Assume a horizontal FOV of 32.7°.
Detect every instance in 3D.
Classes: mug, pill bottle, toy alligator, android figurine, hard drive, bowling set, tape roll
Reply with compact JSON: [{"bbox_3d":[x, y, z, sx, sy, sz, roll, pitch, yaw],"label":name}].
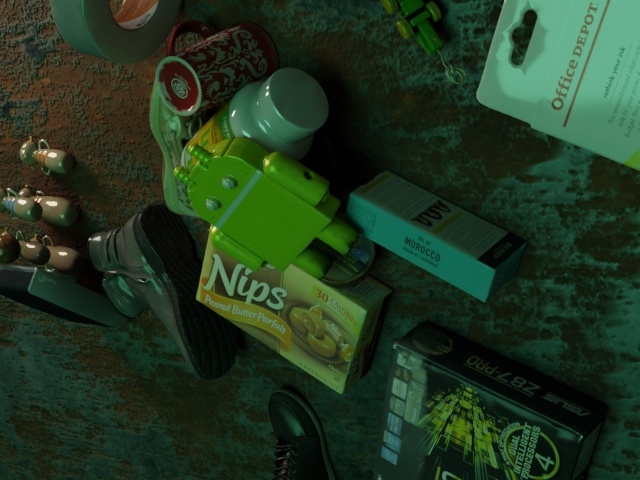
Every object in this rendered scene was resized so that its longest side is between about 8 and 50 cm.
[{"bbox_3d":[-0.173,-0.259,1.650,0.150,0.169,0.113,18,123,30],"label":"mug"},{"bbox_3d":[-0.095,-0.153,1.622,0.136,0.136,0.246,56,138,1],"label":"pill bottle"},{"bbox_3d":[0.135,-0.290,1.475,0.189,0.056,0.051,58,176,-3],"label":"toy alligator"},{"bbox_3d":[-0.084,-0.048,1.579,0.273,0.056,0.248,34,141,-10],"label":"android figurine"},{"bbox_3d":[-0.497,0.108,2.069,0.172,0.255,0.054,3,72,37],"label":"hard drive"},{"bbox_3d":[-0.574,-0.041,2.074,0.154,0.200,0.287,17,118,33],"label":"bowling set"},{"bbox_3d":[-0.306,-0.382,1.657,0.072,0.219,0.219,21,124,30],"label":"tape roll"}]

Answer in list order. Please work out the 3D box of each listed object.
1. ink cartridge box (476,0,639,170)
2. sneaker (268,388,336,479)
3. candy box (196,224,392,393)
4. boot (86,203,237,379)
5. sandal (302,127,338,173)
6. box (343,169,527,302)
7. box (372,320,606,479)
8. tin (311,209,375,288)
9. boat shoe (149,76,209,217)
[{"bbox_3d":[0.379,-0.197,1.248,0.353,0.119,0.207,25,124,17],"label":"ink cartridge box"},{"bbox_3d":[-0.053,0.379,1.924,0.083,0.118,0.222,-14,103,42],"label":"sneaker"},{"bbox_3d":[-0.050,0.089,1.790,0.316,0.087,0.183,31,127,23],"label":"candy box"},{"bbox_3d":[-0.290,0.111,1.993,0.223,0.118,0.338,-27,84,46],"label":"boot"},{"bbox_3d":[-0.026,-0.166,1.679,0.179,0.040,0.067,41,128,34],"label":"sandal"},{"bbox_3d":[0.162,-0.010,1.562,0.244,0.100,0.060,30,129,24],"label":"box"},{"bbox_3d":[0.243,0.359,1.695,0.318,0.097,0.395,27,127,29],"label":"box"},{"bbox_3d":[0.000,0.000,1.695,0.190,0.106,0.040,37,161,20],"label":"tin"},{"bbox_3d":[-0.209,-0.163,1.786,0.089,0.104,0.285,17,133,26],"label":"boat shoe"}]
